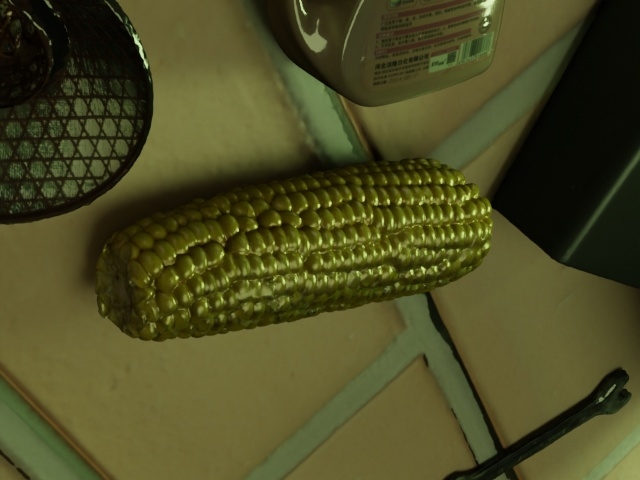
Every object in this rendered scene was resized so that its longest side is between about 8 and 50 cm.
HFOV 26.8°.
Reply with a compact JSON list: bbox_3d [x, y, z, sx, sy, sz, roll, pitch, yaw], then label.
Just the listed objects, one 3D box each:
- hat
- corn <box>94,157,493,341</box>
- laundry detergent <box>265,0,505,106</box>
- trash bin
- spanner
[{"bbox_3d":[-0.173,-0.103,0.670,0.193,0.082,0.193,2,136,2],"label":"hat"},{"bbox_3d":[0.000,0.000,0.894,0.310,0.101,0.101,-8,126,-37],"label":"corn"},{"bbox_3d":[0.045,-0.197,0.791,0.171,0.076,0.237,-21,132,-32],"label":"laundry detergent"},{"bbox_3d":[0.258,-0.084,1.053,0.165,0.115,0.225,15,112,-47],"label":"trash bin"},{"bbox_3d":[0.213,0.197,1.313,0.255,0.015,0.054,-27,138,-25],"label":"spanner"}]
